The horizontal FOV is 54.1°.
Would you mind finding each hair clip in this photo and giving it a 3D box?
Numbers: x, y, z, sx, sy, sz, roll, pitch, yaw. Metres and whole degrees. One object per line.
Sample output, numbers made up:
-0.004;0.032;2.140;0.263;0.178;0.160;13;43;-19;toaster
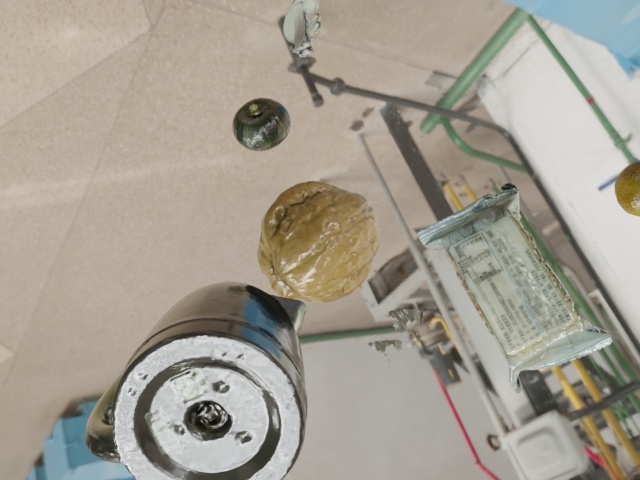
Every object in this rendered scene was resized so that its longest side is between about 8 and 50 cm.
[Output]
-0.048;-0.526;1.512;0.116;0.172;0.049;-17;159;34;hair clip

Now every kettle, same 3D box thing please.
-0.168;0.186;0.866;0.320;0.229;0.324;-25;-166;6;kettle

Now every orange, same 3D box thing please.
0.477;-0.077;0.904;0.094;0.085;0.085;-15;152;-5;orange

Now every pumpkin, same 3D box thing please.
-0.165;-0.326;1.756;0.167;0.167;0.125;-14;151;-18;pumpkin

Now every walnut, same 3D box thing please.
0.000;0.000;1.240;0.256;0.257;0.224;-4;170;-33;walnut

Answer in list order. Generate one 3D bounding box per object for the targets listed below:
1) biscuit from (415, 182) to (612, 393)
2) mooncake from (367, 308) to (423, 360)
0.313;0.069;1.023;0.186;0.309;0.079;-30;158;6;biscuit
0.048;0.226;0.705;0.057;0.347;0.150;0;155;29;mooncake
